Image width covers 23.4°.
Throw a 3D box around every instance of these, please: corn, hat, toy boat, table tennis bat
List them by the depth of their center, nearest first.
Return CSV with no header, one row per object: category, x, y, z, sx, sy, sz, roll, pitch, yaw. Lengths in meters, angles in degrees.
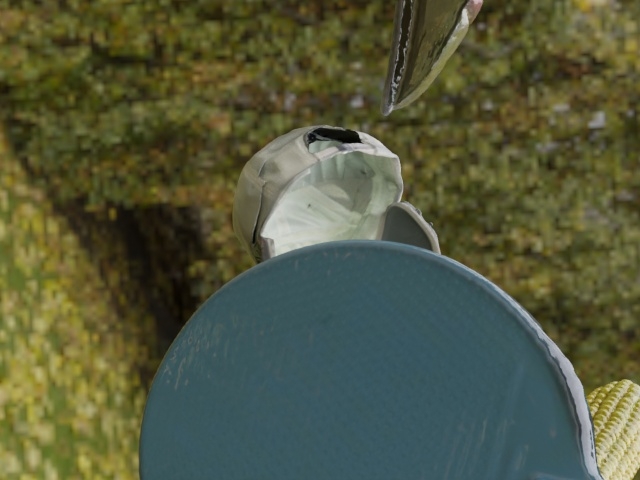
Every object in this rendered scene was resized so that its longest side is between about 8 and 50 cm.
table tennis bat,0.051,0.114,0.737,0.044,0.329,0.215,30,76,-59
corn,0.229,0.210,1.365,0.248,0.081,0.081,-42,142,-44
toy boat,0.143,-0.327,1.713,0.276,0.111,0.293,-49,-138,50
hat,0.003,0.008,1.748,0.161,0.232,0.275,-7,-82,62
